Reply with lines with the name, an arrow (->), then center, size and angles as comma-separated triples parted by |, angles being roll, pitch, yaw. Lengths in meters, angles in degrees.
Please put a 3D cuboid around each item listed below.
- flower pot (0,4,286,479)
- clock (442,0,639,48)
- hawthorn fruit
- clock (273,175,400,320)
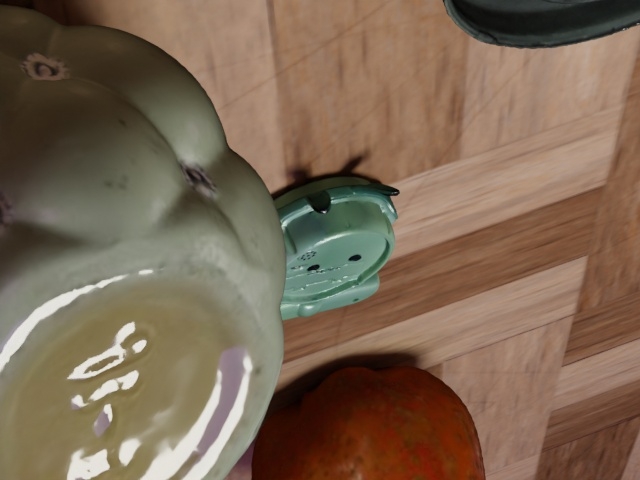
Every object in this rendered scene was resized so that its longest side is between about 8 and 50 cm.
flower pot -> -0.131, 0.024, 0.764 | 0.246, 0.195, 0.246 | -22, 130, -28
clock -> 0.152, -0.176, 0.847 | 0.226, 0.049, 0.226 | -19, 155, -10
hawthorn fruit -> 0.039, 0.187, 1.329 | 0.189, 0.189, 0.189 | -18, 155, -9
clock -> 0.000, 0.000, 1.076 | 0.101, 0.041, 0.135 | -12, 153, -22
